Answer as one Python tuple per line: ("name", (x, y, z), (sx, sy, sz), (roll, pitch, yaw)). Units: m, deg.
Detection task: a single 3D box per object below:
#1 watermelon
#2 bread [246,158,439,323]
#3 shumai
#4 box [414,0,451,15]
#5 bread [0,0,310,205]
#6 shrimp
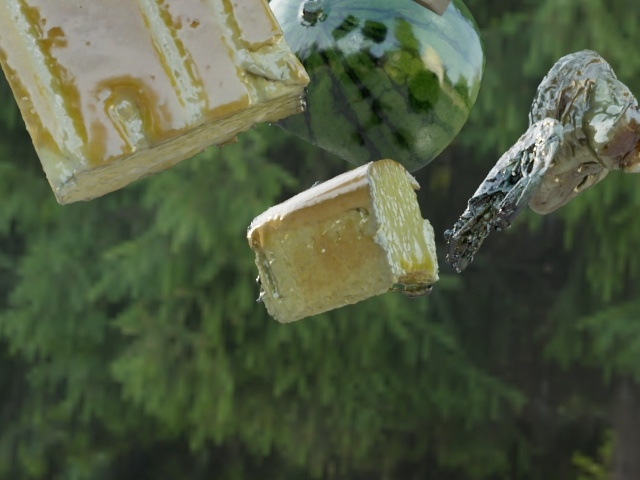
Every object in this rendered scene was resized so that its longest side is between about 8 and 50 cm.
("watermelon", (0.049, -0.257, 2.561), (0.330, 0.331, 0.189), (3, -22, 16))
("bread", (0.034, 0.002, 1.928), (0.169, 0.140, 0.160), (-18, -3, 34))
("shumai", (0.327, -0.126, 2.335), (0.153, 0.209, 0.161), (7, -30, 36))
("box", (0.099, -0.316, 1.717), (0.141, 0.201, 0.058), (34, 1, 26))
("bread", (-0.157, -0.172, 1.669), (0.239, 0.246, 0.111), (-22, -16, -3))
("shrimp", (0.160, -0.042, 1.722), (0.034, 0.161, 0.091), (35, 2, -13))
